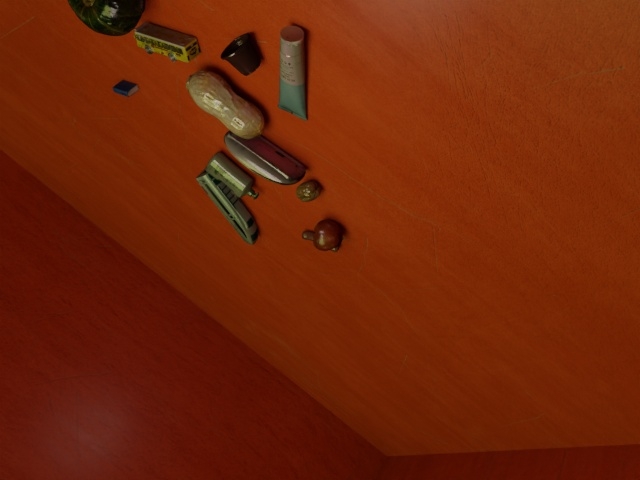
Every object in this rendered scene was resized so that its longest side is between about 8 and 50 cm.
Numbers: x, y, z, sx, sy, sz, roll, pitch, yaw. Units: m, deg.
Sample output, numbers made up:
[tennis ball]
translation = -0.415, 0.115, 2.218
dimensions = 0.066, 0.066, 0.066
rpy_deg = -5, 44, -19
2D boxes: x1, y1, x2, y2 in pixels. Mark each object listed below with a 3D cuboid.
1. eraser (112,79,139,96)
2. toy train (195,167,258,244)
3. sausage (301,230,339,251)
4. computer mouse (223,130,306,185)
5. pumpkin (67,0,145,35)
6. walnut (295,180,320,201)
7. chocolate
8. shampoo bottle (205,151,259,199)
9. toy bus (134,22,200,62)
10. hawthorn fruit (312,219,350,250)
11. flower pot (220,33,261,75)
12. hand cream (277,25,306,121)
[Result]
[eraser]
translation = -0.782, -0.609, 2.007
dimensions = 0.084, 0.063, 0.027
rpy_deg = 22, 145, 23
[toy train]
translation = -0.379, -0.143, 2.192
dimensions = 0.088, 0.086, 0.407
rpy_deg = -8, 127, 42
[sausage]
translation = -0.001, 0.001, 2.043
dimensions = 0.176, 0.040, 0.047
rpy_deg = 23, 151, 22
[computer mouse]
translation = -0.198, -0.293, 1.765
dimensions = 0.310, 0.158, 0.072
rpy_deg = 35, 129, 4
[pumpkin]
translation = -0.670, -0.781, 1.586
dimensions = 0.260, 0.189, 0.260
rpy_deg = 13, 118, 26
[walnut]
translation = -0.044, -0.179, 1.826
dimensions = 0.079, 0.083, 0.096
rpy_deg = 23, 156, -32
[chocolate]
translation = -0.319, -0.461, 1.687
dimensions = 0.309, 0.134, 0.134
rpy_deg = 38, 148, -1
[shampoo bottle]
translation = -0.347, -0.247, 2.021
dimensions = 0.234, 0.087, 0.118
rpy_deg = 40, 145, -4
[toy bus]
translation = -0.514, -0.657, 1.671
dimensions = 0.226, 0.081, 0.074
rpy_deg = 25, 147, 20
[hawthorn fruit]
translation = 0.031, -0.024, 1.919
dimensions = 0.140, 0.125, 0.125
rpy_deg = -21, 122, 16
[flower pot]
translation = -0.233, -0.555, 1.519
dimensions = 0.111, 0.111, 0.089
rpy_deg = 2, 145, 43
[hand cream]
translation = -0.080, -0.489, 1.500
dimensions = 0.111, 0.070, 0.312
rpy_deg = 29, 155, 11
